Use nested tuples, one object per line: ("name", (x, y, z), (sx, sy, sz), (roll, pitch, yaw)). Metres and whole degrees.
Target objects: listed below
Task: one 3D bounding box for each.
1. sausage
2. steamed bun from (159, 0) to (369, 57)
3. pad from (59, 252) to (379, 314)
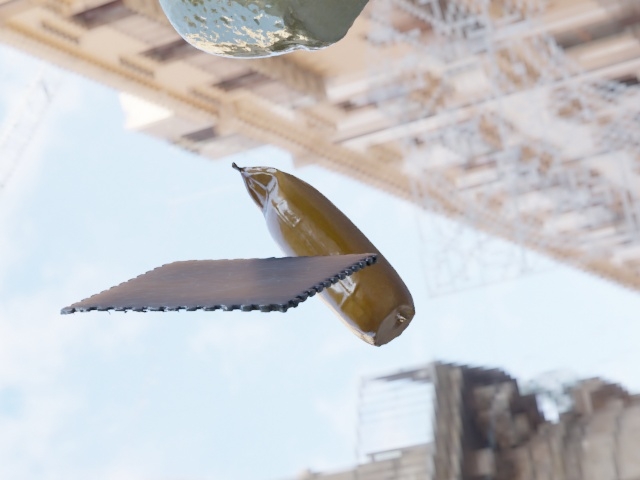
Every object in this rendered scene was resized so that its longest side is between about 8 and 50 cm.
("sausage", (-0.001, 0.002, 2.146), (0.328, 0.112, 0.112), (48, -163, 22))
("steamed bun", (-0.075, -0.369, 1.885), (0.272, 0.290, 0.273), (47, -126, -29))
("pad", (-0.102, 0.046, 1.725), (0.269, 0.270, 0.012), (-28, -66, -66))
